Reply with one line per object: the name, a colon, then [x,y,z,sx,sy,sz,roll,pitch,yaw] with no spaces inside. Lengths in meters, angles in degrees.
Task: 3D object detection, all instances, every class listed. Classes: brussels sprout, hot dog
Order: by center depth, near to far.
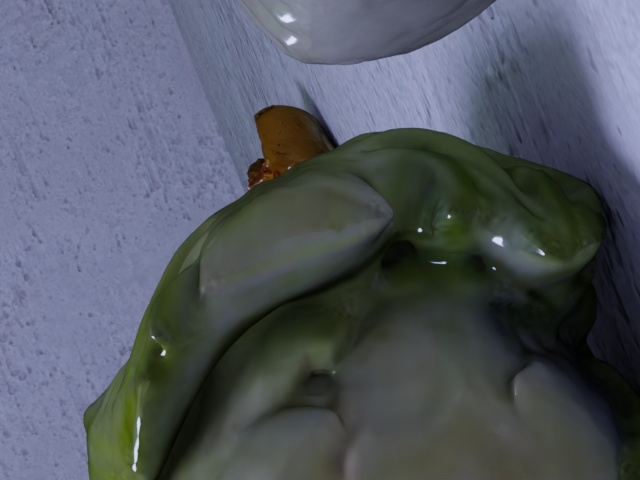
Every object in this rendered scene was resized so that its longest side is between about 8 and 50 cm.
brussels sprout: [0.032,0.148,0.950,0.361,0.342,0.425,-167,66,-73]
hot dog: [0.000,0.000,1.700,0.158,0.117,0.349,75,170,-49]

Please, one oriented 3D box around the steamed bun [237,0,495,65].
steamed bun: [0.016,-0.238,0.390,0.247,0.236,0.383,52,173,29]
